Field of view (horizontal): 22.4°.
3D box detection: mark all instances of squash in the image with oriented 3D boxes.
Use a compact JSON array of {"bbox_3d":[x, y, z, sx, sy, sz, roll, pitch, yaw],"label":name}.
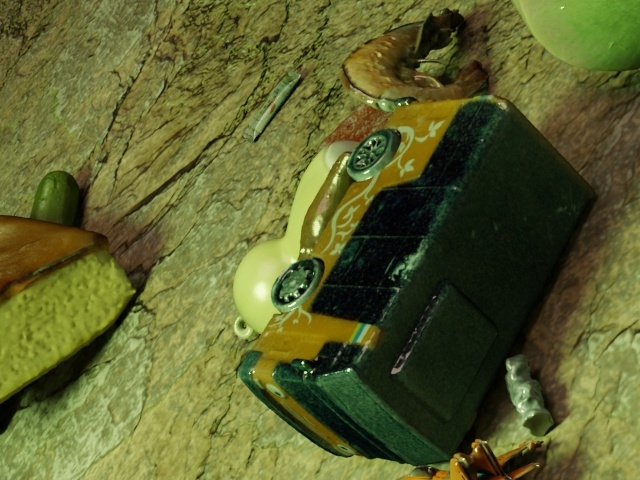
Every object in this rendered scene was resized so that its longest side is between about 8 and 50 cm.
[{"bbox_3d":[-0.389,-0.025,2.347,0.069,0.069,0.239,-38,29,23],"label":"squash"}]

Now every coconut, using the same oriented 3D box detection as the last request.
[{"bbox_3d":[0.273,-0.268,1.517,0.236,0.236,0.204,-118,35,-61],"label":"coconut"}]

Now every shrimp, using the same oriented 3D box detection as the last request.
[{"bbox_3d":[0.119,-0.195,1.771,0.144,0.052,0.251,23,42,19],"label":"shrimp"}]

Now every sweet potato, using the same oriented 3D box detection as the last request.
[{"bbox_3d":[0.005,0.041,1.594,0.067,0.067,0.273,-135,52,-63],"label":"sweet potato"}]

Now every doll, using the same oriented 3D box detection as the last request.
[{"bbox_3d":[0.007,0.000,1.687,0.296,0.117,0.141,-48,65,29],"label":"doll"}]

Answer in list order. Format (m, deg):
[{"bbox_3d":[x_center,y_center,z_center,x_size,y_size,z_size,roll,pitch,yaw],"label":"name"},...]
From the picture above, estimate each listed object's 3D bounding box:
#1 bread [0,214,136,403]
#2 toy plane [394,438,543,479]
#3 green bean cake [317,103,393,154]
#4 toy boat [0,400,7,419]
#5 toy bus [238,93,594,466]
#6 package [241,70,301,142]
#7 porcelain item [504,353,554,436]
[{"bbox_3d":[-0.456,0.094,2.077,0.333,0.143,0.324,5,34,48],"label":"bread"},{"bbox_3d":[0.109,0.207,1.332,0.135,0.062,0.188,-31,-4,-26],"label":"toy plane"},{"bbox_3d":[0.065,-0.103,1.776,0.135,0.056,0.135,-41,28,13],"label":"green bean cake"},{"bbox_3d":[-0.465,0.179,2.181,0.093,0.103,0.246,-15,32,11],"label":"toy boat"},{"bbox_3d":[0.090,0.034,1.463,0.194,0.162,0.323,0,54,53],"label":"toy bus"},{"bbox_3d":[-0.063,-0.174,2.102,0.110,0.015,0.037,-53,33,-2],"label":"package"},{"bbox_3d":[0.173,0.127,1.358,0.028,0.036,0.083,-14,39,1],"label":"porcelain item"}]
